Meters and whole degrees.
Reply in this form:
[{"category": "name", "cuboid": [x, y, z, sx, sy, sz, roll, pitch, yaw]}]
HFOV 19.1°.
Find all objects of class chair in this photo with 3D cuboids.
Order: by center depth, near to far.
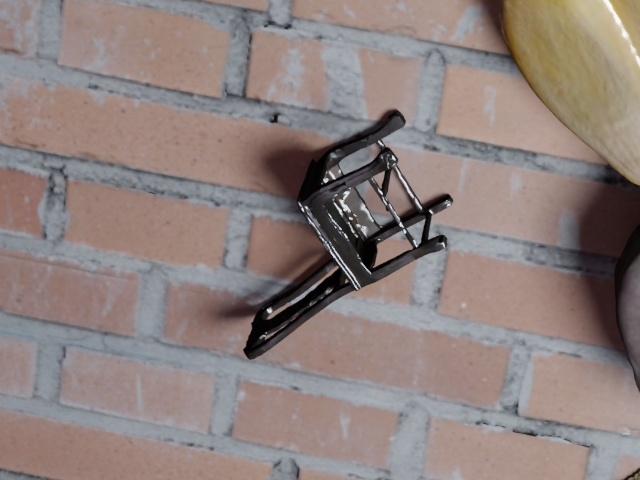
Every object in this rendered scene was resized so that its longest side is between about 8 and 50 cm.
[{"category": "chair", "cuboid": [0.000, 0.000, 1.706, 0.229, 0.106, 0.113, -29, 106, 18]}]

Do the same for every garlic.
[{"category": "garlic", "cuboid": [0.237, -0.153, 1.569, 0.145, 0.164, 0.245, -28, 99, 12]}]

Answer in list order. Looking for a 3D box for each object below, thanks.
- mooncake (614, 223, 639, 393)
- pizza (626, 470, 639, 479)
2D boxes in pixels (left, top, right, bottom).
[{"category": "mooncake", "cuboid": [0.404, 0.047, 1.634, 0.306, 0.154, 0.306, 4, 113, 9]}, {"category": "pizza", "cuboid": [0.300, 0.337, 1.815, 0.204, 0.080, 0.188, -34, 103, 22]}]
